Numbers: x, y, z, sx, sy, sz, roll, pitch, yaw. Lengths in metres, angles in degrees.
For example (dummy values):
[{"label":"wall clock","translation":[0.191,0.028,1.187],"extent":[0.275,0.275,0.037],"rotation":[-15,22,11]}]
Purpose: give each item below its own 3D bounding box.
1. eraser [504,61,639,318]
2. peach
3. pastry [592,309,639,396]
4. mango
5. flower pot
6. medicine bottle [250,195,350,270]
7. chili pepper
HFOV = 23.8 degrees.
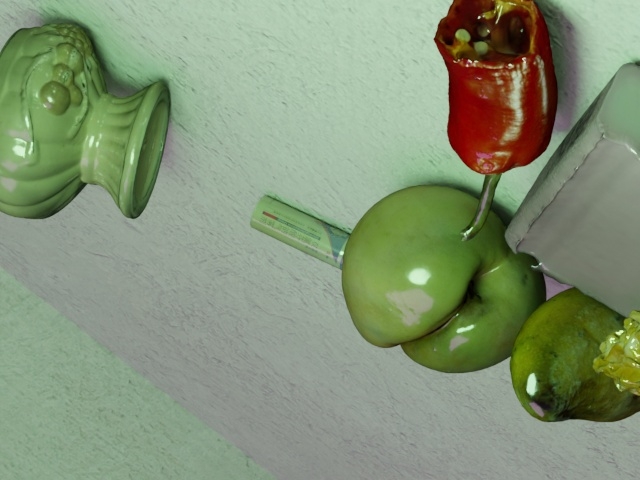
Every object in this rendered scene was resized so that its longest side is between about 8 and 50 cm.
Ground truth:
[{"label":"eraser","translation":[0.402,-0.035,1.827],"extent":[0.272,0.122,0.359],"rotation":[28,157,2]},{"label":"peach","translation":[0.169,0.053,2.129],"extent":[0.292,0.247,0.292],"rotation":[23,-177,-1]},{"label":"pastry","translation":[0.472,0.158,1.885],"extent":[0.250,0.102,0.154],"rotation":[15,158,-23]},{"label":"mango","translation":[0.355,0.152,2.027],"extent":[0.176,0.329,0.175],"rotation":[53,129,33]},{"label":"flower pot","translation":[-0.368,-0.167,2.298],"extent":[0.244,0.307,0.307],"rotation":[14,155,1]},{"label":"medicine bottle","translation":[0.000,0.000,2.433],"extent":[0.231,0.059,0.059],"rotation":[25,155,14]},{"label":"chili pepper","translation":[0.216,-0.149,1.805],"extent":[0.134,0.131,0.338],"rotation":[-2,144,10]}]
